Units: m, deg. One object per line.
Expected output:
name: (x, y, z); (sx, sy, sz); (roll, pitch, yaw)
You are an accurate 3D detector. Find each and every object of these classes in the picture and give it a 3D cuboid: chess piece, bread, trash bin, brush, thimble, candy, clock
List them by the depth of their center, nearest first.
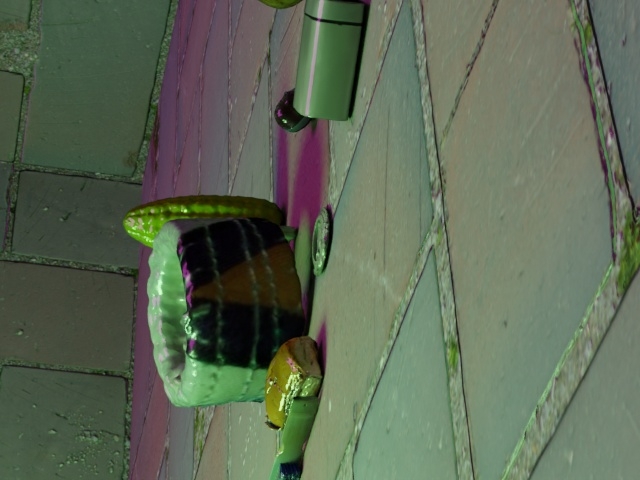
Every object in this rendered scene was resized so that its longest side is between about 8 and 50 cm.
bread: (-0.033, 0.159, 1.941); (0.072, 0.053, 0.106); (-99, 24, -45)
brush: (-0.033, 0.238, 1.944); (0.030, 0.033, 0.178); (-102, 21, -45)
trash bin: (0.007, -0.204, 1.946); (0.116, 0.059, 0.130); (-120, 37, -76)
clock: (0.000, 0.000, 1.983); (0.083, 0.010, 0.074); (-100, 19, -60)
thimble: (-0.116, 0.089, 2.092); (0.237, 0.150, 0.237); (178, 90, -71)
chess piece: (-0.052, 0.029, 2.175); (0.042, 0.042, 0.093); (158, 114, -78)
candy: (-0.153, -0.016, 2.299); (0.097, 0.209, 0.097); (5, -90, -88)

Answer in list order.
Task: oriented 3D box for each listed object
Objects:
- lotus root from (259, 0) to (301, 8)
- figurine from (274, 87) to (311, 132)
lotus root: (-0.035, -0.377, 2.103); (0.260, 0.128, 0.145); (120, 164, -62)
figurine: (-0.029, -0.164, 2.170); (0.060, 0.047, 0.106); (-45, 8, 6)
